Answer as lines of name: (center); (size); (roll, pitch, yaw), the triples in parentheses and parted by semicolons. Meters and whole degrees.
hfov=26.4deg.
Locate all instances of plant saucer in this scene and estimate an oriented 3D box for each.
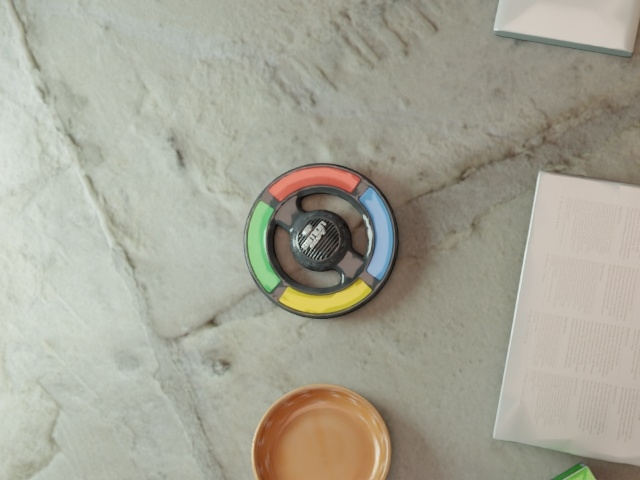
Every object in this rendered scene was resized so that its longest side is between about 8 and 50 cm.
plant saucer: (0.002, 0.304, 1.939); (0.199, 0.037, 0.200); (-3, 67, 6)

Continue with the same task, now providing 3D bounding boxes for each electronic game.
electronic game: (0.000, 0.000, 1.991); (0.229, 0.048, 0.229); (-1, 83, 9)

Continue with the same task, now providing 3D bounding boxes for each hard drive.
hard drive: (0.382, -0.434, 1.987); (0.203, 0.040, 0.308); (11, 85, 10)

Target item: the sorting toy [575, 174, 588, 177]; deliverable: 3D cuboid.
sorting toy: (0.377, -0.045, 1.939); (0.061, 0.042, 0.102); (-30, 80, 4)

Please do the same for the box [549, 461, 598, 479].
box: (0.273, 0.413, 1.804); (0.262, 0.231, 0.127); (-32, 80, 4)

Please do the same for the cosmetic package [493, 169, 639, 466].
cosmetic package: (0.409, 0.111, 1.866); (0.284, 0.097, 0.377); (11, 93, 12)
